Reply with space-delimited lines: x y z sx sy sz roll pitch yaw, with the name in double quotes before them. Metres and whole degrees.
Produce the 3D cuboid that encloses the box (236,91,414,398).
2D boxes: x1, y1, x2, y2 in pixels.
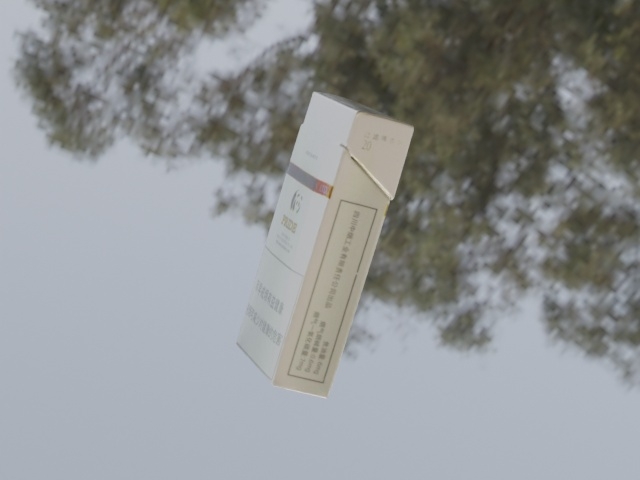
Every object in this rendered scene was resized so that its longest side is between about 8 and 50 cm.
"box" 0.000 0.000 0.934 0.040 0.154 0.084 16 -173 -17
